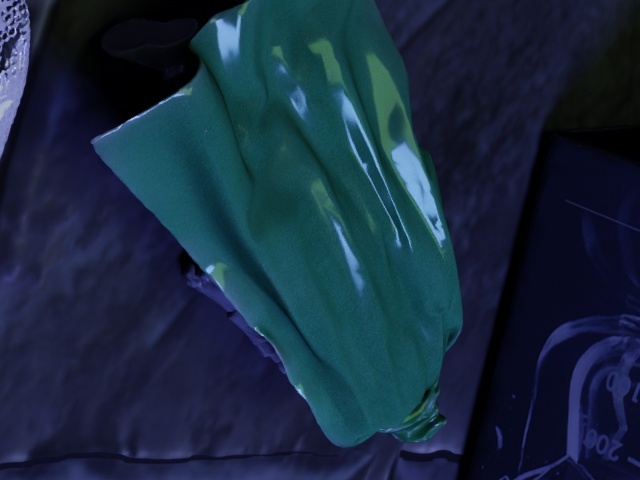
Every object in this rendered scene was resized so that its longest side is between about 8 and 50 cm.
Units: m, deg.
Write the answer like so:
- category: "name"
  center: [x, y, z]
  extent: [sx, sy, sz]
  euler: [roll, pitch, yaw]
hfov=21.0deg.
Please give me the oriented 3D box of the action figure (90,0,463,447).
- category: "action figure"
  center: [0.000, 0.000, 0.629]
  extent: [0.137, 0.063, 0.232]
  euler: [-46, 134, -23]

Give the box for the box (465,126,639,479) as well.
- category: "box"
  center: [0.246, 0.145, 0.755]
  extent: [0.179, 0.343, 0.312]
  euler: [-7, 115, -47]

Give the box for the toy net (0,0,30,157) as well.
- category: "toy net"
  center: [-0.116, -0.112, 0.461]
  extent: [0.122, 0.045, 0.232]
  euler: [-34, 133, -34]
